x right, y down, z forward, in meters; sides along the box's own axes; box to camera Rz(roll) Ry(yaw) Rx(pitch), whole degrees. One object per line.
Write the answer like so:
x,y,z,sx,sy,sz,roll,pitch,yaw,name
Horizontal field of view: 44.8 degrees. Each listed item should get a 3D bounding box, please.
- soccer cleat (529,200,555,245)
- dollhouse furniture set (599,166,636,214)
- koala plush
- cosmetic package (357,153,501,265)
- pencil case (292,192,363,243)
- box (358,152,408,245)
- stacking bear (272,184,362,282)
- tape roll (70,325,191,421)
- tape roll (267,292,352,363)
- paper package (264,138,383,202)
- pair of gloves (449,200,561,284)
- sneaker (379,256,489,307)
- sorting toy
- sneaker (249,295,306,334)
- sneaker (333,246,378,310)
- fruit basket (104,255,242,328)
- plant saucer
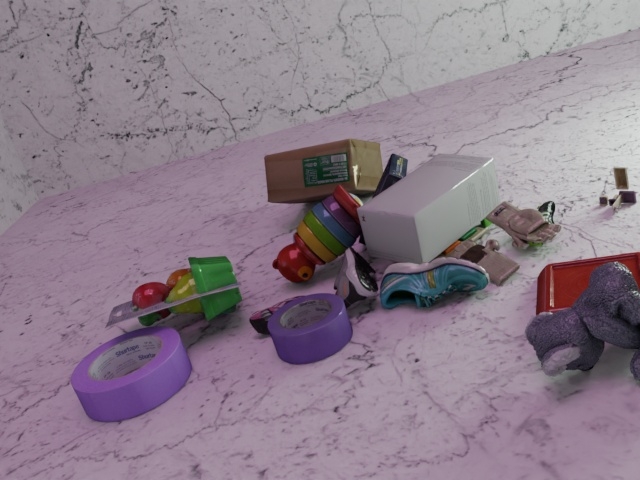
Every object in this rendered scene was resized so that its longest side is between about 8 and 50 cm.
0.575,-0.040,1.990,0.072,0.060,0.179,13,42,36,soccer cleat
0.743,-0.126,1.982,0.091,0.114,0.081,5,36,40,dollhouse furniture set
0.487,0.162,1.421,0.221,0.203,0.196,-26,20,12,koala plush
0.294,-0.091,2.062,0.197,0.155,0.365,13,38,45,cosmetic package
0.029,-0.043,2.332,0.124,0.113,0.273,6,31,29,pencil case
0.183,-0.117,2.251,0.059,0.232,0.183,21,27,-2,box
0.000,0.000,2.128,0.289,0.175,0.164,-43,46,5,stacking bear
-0.456,0.318,1.880,0.275,0.090,0.275,-16,23,7,tape roll
-0.024,0.205,1.828,0.189,0.080,0.189,-16,22,7,tape roll
0.018,-0.223,2.571,0.325,0.168,0.309,-7,1,24,paper package
0.453,0.009,1.925,0.240,0.042,0.204,-43,34,-16,pair of gloves
0.267,0.114,1.835,0.275,0.107,0.110,-10,42,31,sneaker
0.331,-0.011,2.110,0.348,0.047,0.196,-33,27,-33,sorting toy
-0.094,0.186,1.965,0.178,0.072,0.077,-15,9,-13,sneaker
0.078,0.096,1.990,0.108,0.100,0.271,-44,9,13,sneaker
-0.389,0.160,2.077,0.353,0.165,0.327,-23,9,-9,fruit basket
0.586,0.102,1.646,0.259,0.047,0.258,-8,24,21,plant saucer
